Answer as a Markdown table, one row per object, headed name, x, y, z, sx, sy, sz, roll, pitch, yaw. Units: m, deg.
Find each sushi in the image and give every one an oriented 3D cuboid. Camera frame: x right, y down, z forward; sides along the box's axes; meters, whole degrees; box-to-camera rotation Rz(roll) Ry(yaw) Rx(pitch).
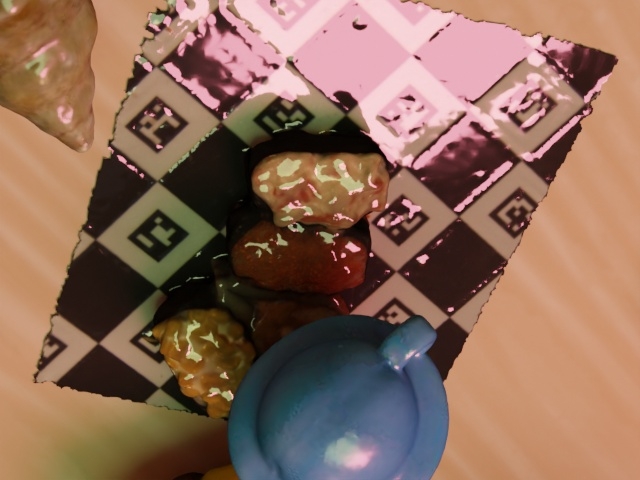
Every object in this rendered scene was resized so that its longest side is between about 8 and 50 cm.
| name | x | y | z | sx | sy | sz | roll | pitch | yaw |
| --- | --- | --- | --- | --- | --- | --- | --- | --- | --- |
| sushi | 0.000 | 0.000 | 1.011 | 0.264 | 0.050 | 0.290 | 14 | 116 | -21 |

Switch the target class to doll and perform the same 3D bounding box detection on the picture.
| name | x | y | z | sx | sy | sz | roll | pitch | yaw |
| --- | --- | --- | --- | --- | --- | --- | --- | --- | --- |
| doll | -0.027 | 0.160 | 1.033 | 0.145 | 0.199 | 0.363 | 40 | 129 | 9 |

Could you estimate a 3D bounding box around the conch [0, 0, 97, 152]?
| name | x | y | z | sx | sy | sz | roll | pitch | yaw |
| --- | --- | --- | --- | --- | --- | --- | --- | --- | --- |
| conch | -0.168 | -0.209 | 0.779 | 0.203 | 0.170 | 0.386 | -32 | 129 | -24 |
